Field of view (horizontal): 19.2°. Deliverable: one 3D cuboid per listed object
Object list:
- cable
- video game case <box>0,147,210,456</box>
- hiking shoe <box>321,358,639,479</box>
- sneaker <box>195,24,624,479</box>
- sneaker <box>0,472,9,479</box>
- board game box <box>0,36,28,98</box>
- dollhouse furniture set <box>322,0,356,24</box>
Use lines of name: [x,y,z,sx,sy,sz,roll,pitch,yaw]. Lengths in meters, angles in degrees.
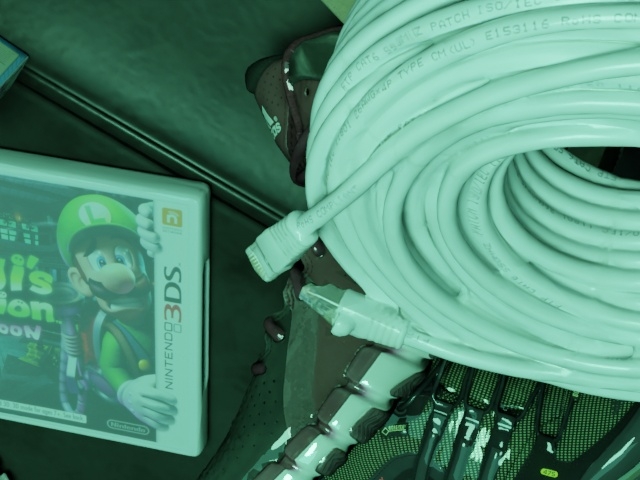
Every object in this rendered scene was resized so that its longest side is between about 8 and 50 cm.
cable: [0.123,-0.026,0.730,0.257,0.089,0.257,20,147,-9]
video game case: [-0.154,0.031,1.047,0.190,0.022,0.173,10,122,12]
hiking shoe: [0.078,0.092,0.973,0.227,0.086,0.114,-20,116,27]
sneaker: [0.000,0.000,0.907,0.162,0.106,0.281,43,91,4]
sneaker: [-0.264,0.134,1.125,0.191,0.071,0.083,41,133,-2]
board game box: [-0.233,-0.105,0.940,0.154,0.103,0.026,35,124,-5]
dollhouse furniture set: [0.102,-0.184,0.765,0.259,0.135,0.262,-27,130,26]
